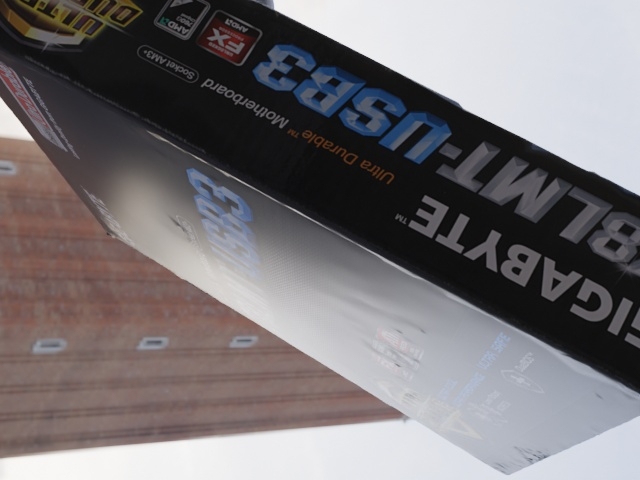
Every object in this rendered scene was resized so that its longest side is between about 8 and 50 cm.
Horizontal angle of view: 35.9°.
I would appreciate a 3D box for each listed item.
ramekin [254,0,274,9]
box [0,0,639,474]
[{"bbox_3d":[-0.191,-0.225,1.015,0.127,0.273,0.273,-165,-100,-71],"label":"ramekin"},{"bbox_3d":[0.000,0.000,0.475,0.073,0.293,0.295,-60,172,-15],"label":"box"}]
